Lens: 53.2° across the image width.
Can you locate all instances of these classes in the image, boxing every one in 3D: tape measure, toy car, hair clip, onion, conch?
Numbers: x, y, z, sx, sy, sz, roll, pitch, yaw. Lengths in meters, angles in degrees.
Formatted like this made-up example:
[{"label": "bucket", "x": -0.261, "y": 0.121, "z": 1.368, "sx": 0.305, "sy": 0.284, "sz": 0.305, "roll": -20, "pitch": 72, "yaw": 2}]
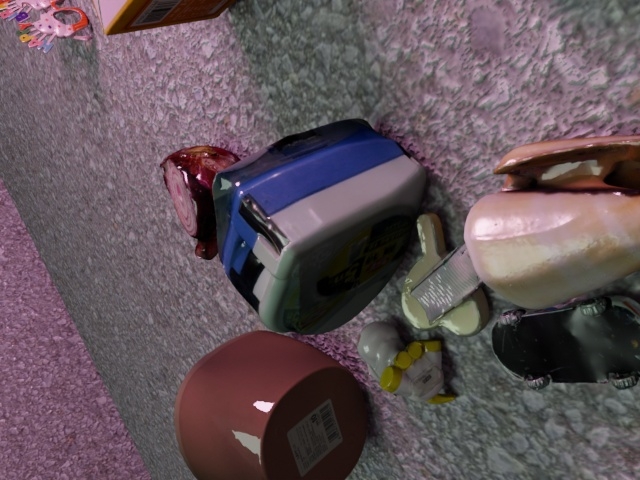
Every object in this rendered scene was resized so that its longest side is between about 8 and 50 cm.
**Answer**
[{"label": "tape measure", "x": 0.001, "y": -0.001, "z": 0.821, "sx": 0.138, "sy": 0.259, "sz": 0.262, "roll": 44, "pitch": 142, "yaw": 28}, {"label": "toy car", "x": 0.273, "y": 0.112, "z": 0.707, "sx": 0.205, "sy": 0.056, "sz": 0.095, "roll": -23, "pitch": 92, "yaw": 60}, {"label": "hair clip", "x": 0.160, "y": 0.042, "z": 0.801, "sx": 0.159, "sy": 0.071, "sz": 0.218, "roll": 56, "pitch": 147, "yaw": 16}, {"label": "onion", "x": -0.198, "y": -0.064, "z": 1.165, "sx": 0.195, "sy": 0.140, "sz": 0.218, "roll": 28, "pitch": 132, "yaw": 47}, {"label": "conch", "x": 0.258, "y": -0.015, "z": 0.616, "sx": 0.255, "sy": 0.127, "sz": 0.158, "roll": -8, "pitch": 71, "yaw": 34}]

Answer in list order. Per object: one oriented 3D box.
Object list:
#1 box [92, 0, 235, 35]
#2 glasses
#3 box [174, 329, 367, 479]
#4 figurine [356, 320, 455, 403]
[{"label": "box", "x": -0.192, "y": -0.454, "z": 0.838, "sx": 0.283, "sy": 0.214, "sz": 0.259, "roll": -9, "pitch": 100, "yaw": 54}, {"label": "glasses", "x": -0.640, "y": -0.499, "z": 1.468, "sx": 0.255, "sy": 0.162, "sz": 0.095, "roll": 46, "pitch": 146, "yaw": 27}, {"label": "box", "x": -0.071, "y": 0.315, "z": 1.117, "sx": 0.216, "sy": 0.301, "sz": 0.301, "roll": 1, "pitch": 112, "yaw": 45}, {"label": "figurine", "x": 0.111, "y": 0.187, "z": 0.956, "sx": 0.178, "sy": 0.109, "sz": 0.129, "roll": 15, "pitch": 145, "yaw": 53}]
